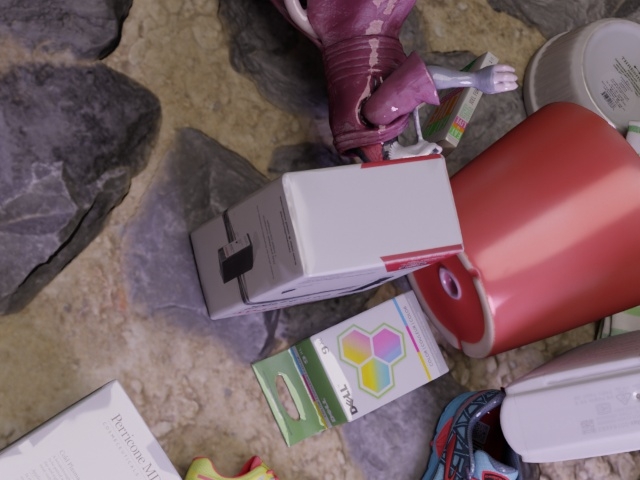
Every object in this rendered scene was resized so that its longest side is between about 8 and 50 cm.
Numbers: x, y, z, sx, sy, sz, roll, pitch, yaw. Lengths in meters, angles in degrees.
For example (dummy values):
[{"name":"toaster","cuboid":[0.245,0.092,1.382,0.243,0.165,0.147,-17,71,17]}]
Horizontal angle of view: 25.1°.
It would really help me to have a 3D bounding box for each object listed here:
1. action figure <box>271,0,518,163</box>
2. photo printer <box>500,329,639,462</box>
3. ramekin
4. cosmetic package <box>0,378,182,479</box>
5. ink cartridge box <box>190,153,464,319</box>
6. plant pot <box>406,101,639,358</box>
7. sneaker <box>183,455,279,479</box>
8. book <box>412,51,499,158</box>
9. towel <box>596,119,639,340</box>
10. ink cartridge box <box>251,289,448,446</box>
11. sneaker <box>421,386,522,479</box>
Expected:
[{"name":"action figure","cuboid":[0.050,-0.217,1.697,0.275,0.248,0.370,0,72,-25]},{"name":"photo printer","cuboid":[0.374,0.168,1.676,0.307,0.256,0.107,-12,88,-65]},{"name":"ramekin","cuboid":[0.388,-0.200,1.931,0.207,0.109,0.207,7,72,-24]},{"name":"cosmetic package","cuboid":[-0.227,0.373,1.446,0.284,0.097,0.377,-32,90,-15]},{"name":"ink cartridge box","cuboid":[0.000,0.000,1.595,0.197,0.273,0.114,-9,82,-27]},{"name":"plant pot","cuboid":[0.245,0.003,1.729,0.243,0.275,0.275,-27,88,-20]},{"name":"sneaker","cuboid":[-0.058,0.287,1.590,0.208,0.081,0.094,14,67,-21]},{"name":"book","cuboid":[0.170,-0.163,1.822,0.035,0.096,0.144,34,63,-13]},{"name":"towel","cuboid":[0.479,0.020,1.802,0.038,0.247,0.325,-5,102,-62]},{"name":"ink cartridge box","cuboid":[0.037,0.149,1.686,0.209,0.062,0.109,-23,86,-29]},{"name":"sneaker","cuboid":[0.172,0.288,1.673,0.104,0.125,0.262,21,67,-16]}]
